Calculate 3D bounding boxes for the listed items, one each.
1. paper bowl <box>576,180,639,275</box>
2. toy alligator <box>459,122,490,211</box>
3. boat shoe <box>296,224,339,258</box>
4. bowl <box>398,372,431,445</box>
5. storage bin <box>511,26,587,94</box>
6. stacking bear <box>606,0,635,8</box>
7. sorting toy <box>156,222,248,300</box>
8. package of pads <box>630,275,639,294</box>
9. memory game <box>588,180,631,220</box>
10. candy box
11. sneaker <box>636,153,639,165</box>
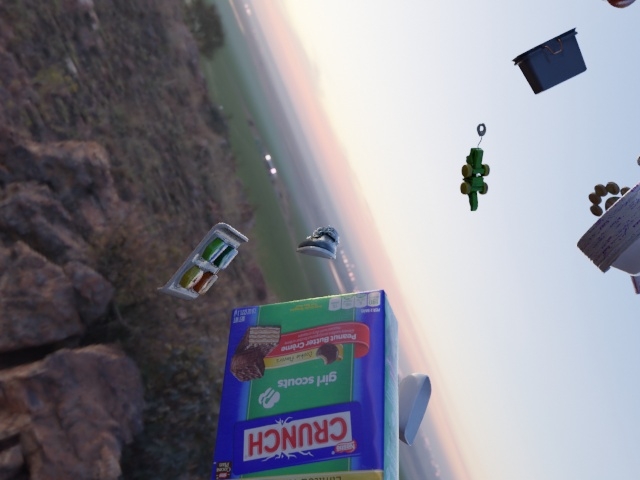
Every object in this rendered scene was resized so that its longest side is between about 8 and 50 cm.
[{"bbox_3d":[0.713,-0.034,1.705,0.148,0.284,0.284,50,-4,18],"label":"paper bowl"},{"bbox_3d":[0.326,-0.158,1.671,0.051,0.056,0.190,-150,-121,-64],"label":"toy alligator"},{"bbox_3d":[0.000,0.000,2.309,0.319,0.116,0.099,21,81,-85],"label":"boat shoe"},{"bbox_3d":[0.188,0.354,1.667,0.142,0.053,0.142,-63,157,-21],"label":"bowl"},{"bbox_3d":[0.480,-0.366,1.609,0.091,0.135,0.098,63,-1,-2],"label":"storage bin"},{"bbox_3d":[0.891,-0.786,2.358,0.289,0.175,0.164,-77,163,-60],"label":"stacking bear"},{"bbox_3d":[-0.256,0.057,1.755,0.038,0.208,0.193,43,-1,14],"label":"sorting toy"},{"bbox_3d":[0.776,0.089,1.907,0.050,0.032,0.083,23,54,-75],"label":"package of pads"},{"bbox_3d":[0.742,-0.067,1.931,0.186,0.012,0.186,42,-24,23],"label":"memory game"},{"bbox_3d":[-0.016,0.251,1.211,0.122,0.268,0.317,60,27,-51],"label":"candy box"},{"bbox_3d":[0.935,-0.199,2.161,0.211,0.081,0.080,4,48,-39],"label":"sneaker"}]
